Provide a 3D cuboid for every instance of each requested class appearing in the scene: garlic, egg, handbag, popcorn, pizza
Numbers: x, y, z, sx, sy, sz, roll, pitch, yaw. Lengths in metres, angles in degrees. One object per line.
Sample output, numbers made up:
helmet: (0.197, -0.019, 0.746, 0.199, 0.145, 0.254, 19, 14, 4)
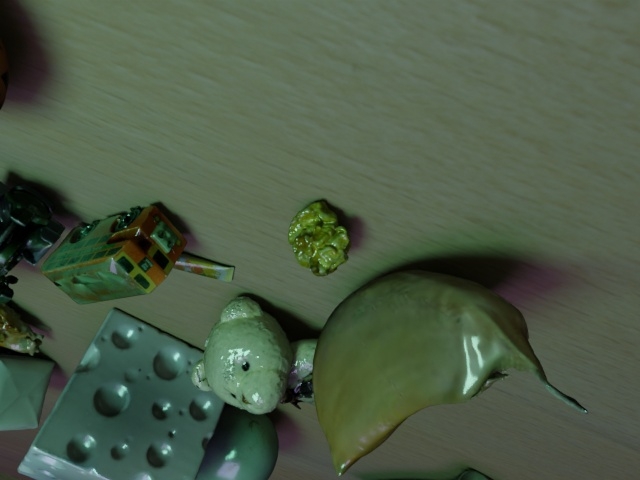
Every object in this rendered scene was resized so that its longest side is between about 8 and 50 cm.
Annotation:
garlic: (0.120, 0.126, 0.588, 0.151, 0.196, 0.338, 20, 143, -28)
egg: (-0.167, 0.401, 1.052, 0.168, 0.168, 0.231, 26, 135, -9)
handbag: (-0.720, 0.285, 1.119, 0.298, 0.151, 0.171, 6, 166, 17)
popcorn: (-0.003, 0.000, 0.589, 0.060, 0.068, 0.083, -22, 111, -14)
pizza: (-0.615, 0.108, 0.954, 0.189, 0.071, 0.297, -7, 136, 28)

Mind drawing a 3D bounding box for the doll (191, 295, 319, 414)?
doll: (-0.034, 0.200, 0.792, 0.278, 0.149, 0.175, 21, 111, -23)

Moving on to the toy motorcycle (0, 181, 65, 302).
toy motorcycle: (-0.436, 0.024, 0.719, 0.275, 0.187, 0.125, -37, 117, 25)

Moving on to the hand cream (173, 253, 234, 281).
hand cream: (-0.164, 0.032, 0.722, 0.102, 0.022, 0.035, 17, 137, -6)

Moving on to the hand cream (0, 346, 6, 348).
hand cream: (-0.703, 0.193, 1.114, 0.186, 0.054, 0.087, 2, 145, 9)

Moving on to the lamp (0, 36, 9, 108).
lamp: (-0.368, -0.154, 0.465, 0.188, 0.163, 0.187, -5, 158, -2)

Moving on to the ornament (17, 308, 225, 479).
ornament: (-0.323, 0.303, 0.938, 0.240, 0.239, 0.240, 31, 140, -14)

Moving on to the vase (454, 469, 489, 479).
vase: (0.203, 0.556, 1.109, 0.173, 0.173, 0.321, 33, 134, -18)

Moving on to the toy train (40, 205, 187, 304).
toy train: (-0.257, 0.021, 0.681, 0.188, 0.099, 0.072, -12, 134, 31)
